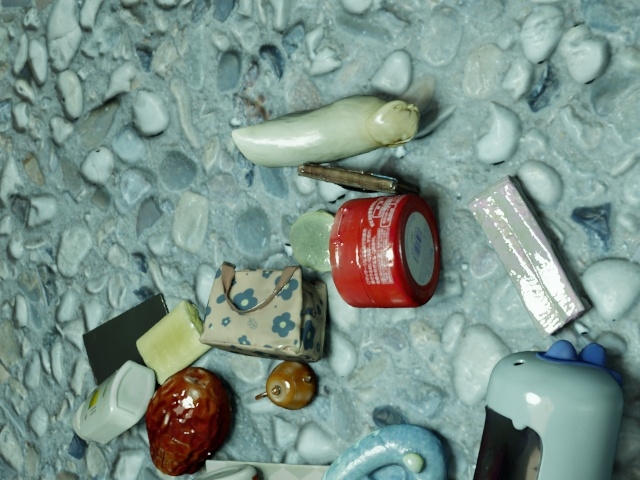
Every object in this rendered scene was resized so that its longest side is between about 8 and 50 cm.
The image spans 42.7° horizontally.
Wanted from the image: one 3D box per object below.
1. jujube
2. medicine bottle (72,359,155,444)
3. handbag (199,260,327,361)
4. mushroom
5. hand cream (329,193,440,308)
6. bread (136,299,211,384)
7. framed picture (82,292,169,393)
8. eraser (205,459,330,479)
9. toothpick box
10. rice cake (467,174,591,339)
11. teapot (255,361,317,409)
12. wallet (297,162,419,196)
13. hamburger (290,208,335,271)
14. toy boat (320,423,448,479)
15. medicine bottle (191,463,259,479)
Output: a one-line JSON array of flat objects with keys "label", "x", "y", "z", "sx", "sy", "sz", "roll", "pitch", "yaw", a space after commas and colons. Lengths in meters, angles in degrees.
[{"label": "jujube", "x": -0.312, "y": 0.424, "z": 1.899, "sx": 0.197, "sy": 0.197, "sz": 0.290, "roll": 37, "pitch": 126, "yaw": 26}, {"label": "medicine bottle", "x": -0.513, "y": 0.408, "z": 2.010, "sx": 0.296, "sy": 0.111, "sz": 0.161, "roll": -39, "pitch": 30, "yaw": 49}, {"label": "handbag", "x": -0.112, "y": 0.155, "z": 1.762, "sx": 0.251, "sy": 0.190, "sz": 0.193, "roll": 2, "pitch": 77, "yaw": 28}, {"label": "mushroom", "x": 0.030, "y": -0.224, "z": 1.666, "sx": 0.397, "sy": 0.177, "sz": 0.126, "roll": -6, "pitch": 96, "yaw": 31}, {"label": "hand cream", "x": 0.130, "y": 0.022, "z": 1.581, "sx": 0.149, "sy": 0.230, "sz": 0.230, "roll": -6, "pitch": 89, "yaw": 32}, {"label": "bread", "x": -0.352, "y": 0.249, "z": 1.983, "sx": 0.178, "sy": 0.060, "sz": 0.139, "roll": -38, "pitch": 73, "yaw": 19}, {"label": "framed picture", "x": -0.480, "y": 0.304, "z": 2.105, "sx": 0.324, "sy": 0.013, "sz": 0.244, "roll": -27, "pitch": 78, "yaw": 30}, {"label": "eraser", "x": -0.074, "y": 0.591, "z": 1.817, "sx": 0.396, "sy": 0.082, "sz": 0.213, "roll": -8, "pitch": 88, "yaw": 32}, {"label": "toothpick box", "x": 0.405, "y": 0.346, "z": 1.427, "sx": 0.263, "sy": 0.263, "sz": 0.355, "roll": 12, "pitch": 97, "yaw": 32}, {"label": "rice cake", "x": 0.387, "y": 0.028, "z": 1.519, "sx": 0.106, "sy": 0.050, "sz": 0.298, "roll": -35, "pitch": 74, "yaw": 30}, {"label": "teapot", "x": -0.076, "y": 0.321, "z": 1.792, "sx": 0.173, "sy": 0.116, "sz": 0.116, "roll": -25, "pitch": 79, "yaw": 31}, {"label": "wallet", "x": 0.077, "y": -0.120, "z": 1.665, "sx": 0.230, "sy": 0.124, "sz": 0.042, "roll": 10, "pitch": 90, "yaw": 31}, {"label": "hamburger", "x": 0.000, "y": 0.000, "z": 1.758, "sx": 0.140, "sy": 0.062, "sz": 0.133, "roll": 6, "pitch": 99, "yaw": 30}, {"label": "toy boat", "x": 0.114, "y": 0.505, "z": 1.615, "sx": 0.330, "sy": 0.123, "sz": 0.215, "roll": -42, "pitch": 82, "yaw": 6}, {"label": "medicine bottle", "x": -0.181, "y": 0.639, "z": 1.746, "sx": 0.157, "sy": 0.157, "sz": 0.289, "roll": -17, "pitch": 85, "yaw": 32}]
